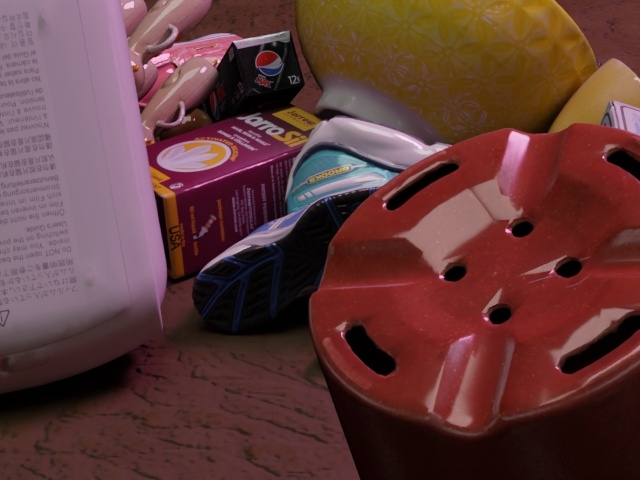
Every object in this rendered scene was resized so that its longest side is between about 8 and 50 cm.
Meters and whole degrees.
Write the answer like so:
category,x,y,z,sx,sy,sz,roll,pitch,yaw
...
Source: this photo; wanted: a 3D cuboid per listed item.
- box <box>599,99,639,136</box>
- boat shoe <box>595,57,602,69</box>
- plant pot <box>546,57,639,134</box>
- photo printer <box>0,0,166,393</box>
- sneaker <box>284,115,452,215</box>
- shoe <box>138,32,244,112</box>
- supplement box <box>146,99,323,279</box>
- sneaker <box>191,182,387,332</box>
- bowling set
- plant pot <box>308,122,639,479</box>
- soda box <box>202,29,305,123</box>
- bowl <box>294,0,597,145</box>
category,x,y,z,sx,sy,sz,roll,pitch,yaw
box,0.325,0.012,1.200,0.290,0.087,0.169,17,28,-5
boat shoe,0.235,-0.163,1.701,0.125,0.038,0.046,-25,34,-34
plant pot,0.242,-0.072,1.454,0.095,0.134,0.134,-33,31,-1
photo printer,-0.252,-0.041,1.271,0.256,0.307,0.107,-11,4,-9
sneaker,0.103,-0.013,1.400,0.275,0.107,0.110,13,67,16
shoe,-0.123,-0.168,1.737,0.081,0.063,0.178,15,29,42
supplement box,-0.077,-0.047,1.482,0.188,0.080,0.104,-22,32,-30
sneaker,0.000,0.000,1.343,0.211,0.080,0.081,-19,16,15
bowling set,-0.179,-0.115,1.546,0.287,0.200,0.154,4,48,53
plant pot,0.130,0.100,0.892,0.272,0.265,0.272,-14,41,12
soda box,-0.065,-0.140,1.594,0.060,0.053,0.169,-13,-8,-17
bowl,0.082,-0.147,1.523,0.289,0.289,0.156,21,74,39
